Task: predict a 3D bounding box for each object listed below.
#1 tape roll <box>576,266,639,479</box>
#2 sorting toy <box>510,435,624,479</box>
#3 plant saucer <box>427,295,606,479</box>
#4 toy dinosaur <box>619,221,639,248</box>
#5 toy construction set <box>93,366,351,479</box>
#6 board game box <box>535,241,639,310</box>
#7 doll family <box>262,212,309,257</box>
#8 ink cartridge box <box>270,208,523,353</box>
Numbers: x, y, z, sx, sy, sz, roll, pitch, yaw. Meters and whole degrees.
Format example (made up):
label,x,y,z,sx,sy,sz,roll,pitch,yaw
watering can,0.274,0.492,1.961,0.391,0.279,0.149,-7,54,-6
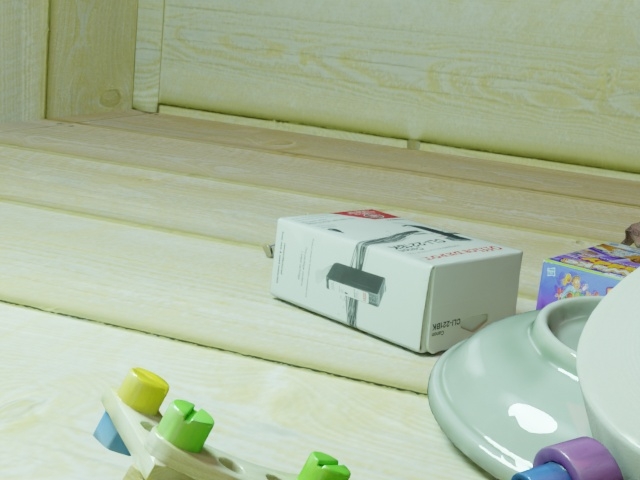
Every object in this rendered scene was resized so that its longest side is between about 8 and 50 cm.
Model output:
label,x,y,z,sx,sy,sz,roll,pitch,yaw
tape roll,0.388,0.088,0.742,0.392,0.072,0.392,-16,22,7
sorting toy,0.201,0.196,0.564,0.126,0.127,0.365,-10,10,-23
plant saucer,0.308,0.137,0.980,0.400,0.101,0.400,6,18,-2
toy dinosaur,0.613,0.003,1.740,0.200,0.127,0.295,-15,18,-40
toy construction set,-0.051,0.196,0.527,0.215,0.151,0.328,29,19,-8
board game box,0.512,0.088,1.401,0.347,0.078,0.233,15,16,36
doll family,0.000,0.000,1.567,0.193,0.076,0.111,22,40,38
ink cartridge box,0.098,0.045,1.331,0.273,0.114,0.197,19,18,42
